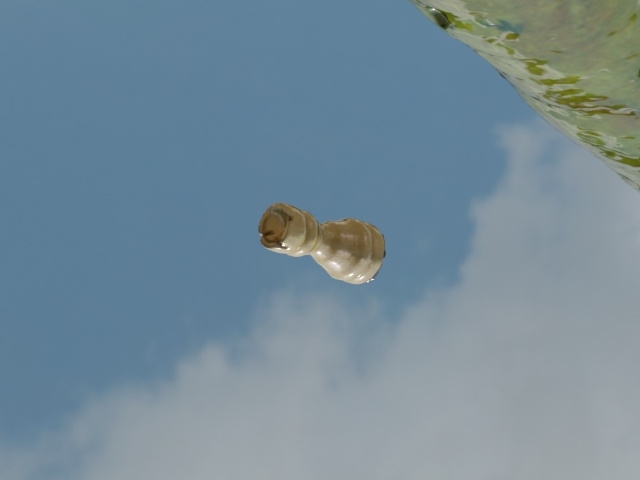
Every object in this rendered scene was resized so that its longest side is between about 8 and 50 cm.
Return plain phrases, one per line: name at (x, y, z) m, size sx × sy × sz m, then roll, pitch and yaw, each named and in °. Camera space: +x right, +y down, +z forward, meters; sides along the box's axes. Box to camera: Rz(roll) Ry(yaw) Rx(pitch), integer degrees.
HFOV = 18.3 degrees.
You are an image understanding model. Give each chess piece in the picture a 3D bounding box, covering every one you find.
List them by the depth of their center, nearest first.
chess piece at (0.000, 0.000, 1.939) m, size 0.122 × 0.066 × 0.066 m, roll 18°, pitch -152°, yaw -42°

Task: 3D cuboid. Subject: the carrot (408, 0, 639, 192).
carrot at (0.088, -0.030, 0.410) m, size 0.358 × 0.074 × 0.074 m, roll 26°, pitch -163°, yaw -52°
